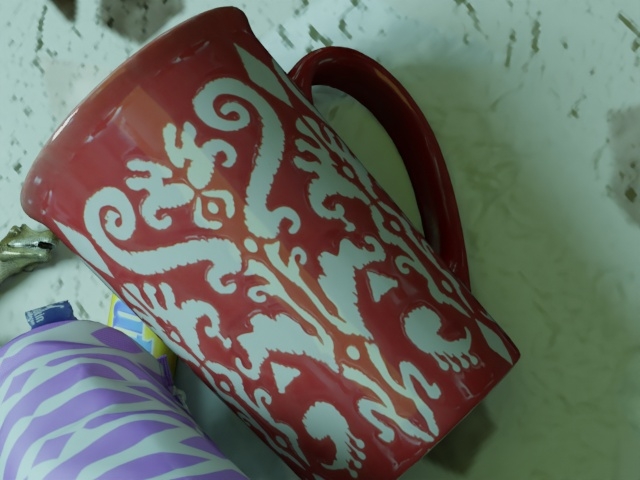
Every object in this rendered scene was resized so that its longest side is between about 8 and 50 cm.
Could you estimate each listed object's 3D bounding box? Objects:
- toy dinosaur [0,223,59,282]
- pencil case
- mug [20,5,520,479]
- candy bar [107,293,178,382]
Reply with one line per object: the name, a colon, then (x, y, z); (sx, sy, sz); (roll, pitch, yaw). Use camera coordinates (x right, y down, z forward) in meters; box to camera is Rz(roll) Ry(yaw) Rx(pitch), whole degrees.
toy dinosaur: (-0.202, 0.028, 0.562); (0.183, 0.053, 0.093); (1, 62, 3)
pencil case: (-0.056, 0.094, 0.429); (0.088, 0.206, 0.086); (-7, 112, -25)
mug: (-0.002, 0.000, 0.490); (0.150, 0.113, 0.169); (-42, 83, -7)
candy bar: (-0.081, 0.077, 0.537); (0.040, 0.018, 0.162); (6, 79, 11)
